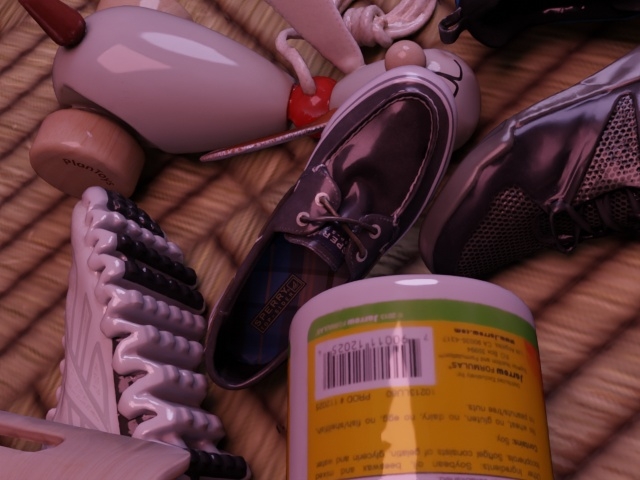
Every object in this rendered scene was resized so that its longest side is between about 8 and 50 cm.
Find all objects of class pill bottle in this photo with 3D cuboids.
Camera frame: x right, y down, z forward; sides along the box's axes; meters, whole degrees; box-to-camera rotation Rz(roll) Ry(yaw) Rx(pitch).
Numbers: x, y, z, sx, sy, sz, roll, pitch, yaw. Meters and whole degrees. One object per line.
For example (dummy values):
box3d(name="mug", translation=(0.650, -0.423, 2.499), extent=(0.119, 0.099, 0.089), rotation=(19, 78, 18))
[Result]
box3d(name="pill bottle", translation=(0.050, 0.153, 0.444), extent=(0.137, 0.136, 0.245), rotation=(-9, 62, 17))

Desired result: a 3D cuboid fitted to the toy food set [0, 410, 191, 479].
box3d(name="toy food set", translation=(-0.186, 0.250, 0.486), extent=(0.220, 0.092, 0.305), rotation=(5, 84, 26))

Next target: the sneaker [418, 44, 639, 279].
box3d(name="sneaker", translation=(0.172, -0.027, 0.517), extent=(0.228, 0.087, 0.130), rotation=(-30, 51, -2))

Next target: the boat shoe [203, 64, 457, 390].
box3d(name="boat shoe", translation=(0.000, 0.000, 0.526), extent=(0.080, 0.076, 0.228), rotation=(39, 109, -7))

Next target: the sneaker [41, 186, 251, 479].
box3d(name="sneaker", translation=(-0.130, 0.092, 0.569), extent=(0.118, 0.110, 0.292), rotation=(-29, 57, 16))

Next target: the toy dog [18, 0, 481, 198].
box3d(name="toy dog", translation=(-0.073, -0.129, 0.619), extent=(0.334, 0.161, 0.220), rotation=(-15, 60, 13))

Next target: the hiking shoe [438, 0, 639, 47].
box3d(name="hiking shoe", translation=(0.227, -0.198, 0.567), extent=(0.304, 0.113, 0.132), rotation=(-13, 53, 22))
